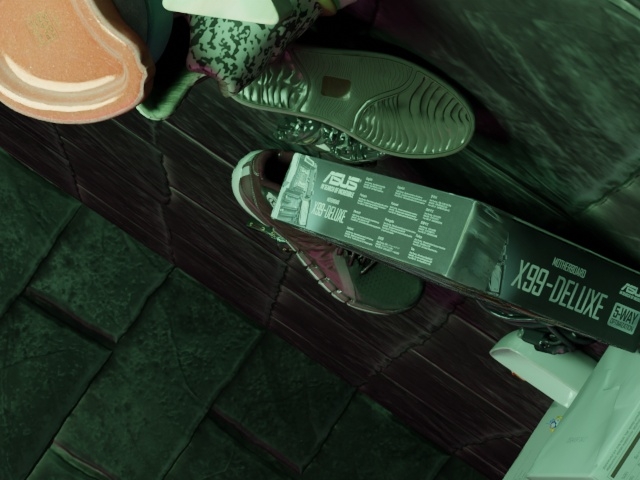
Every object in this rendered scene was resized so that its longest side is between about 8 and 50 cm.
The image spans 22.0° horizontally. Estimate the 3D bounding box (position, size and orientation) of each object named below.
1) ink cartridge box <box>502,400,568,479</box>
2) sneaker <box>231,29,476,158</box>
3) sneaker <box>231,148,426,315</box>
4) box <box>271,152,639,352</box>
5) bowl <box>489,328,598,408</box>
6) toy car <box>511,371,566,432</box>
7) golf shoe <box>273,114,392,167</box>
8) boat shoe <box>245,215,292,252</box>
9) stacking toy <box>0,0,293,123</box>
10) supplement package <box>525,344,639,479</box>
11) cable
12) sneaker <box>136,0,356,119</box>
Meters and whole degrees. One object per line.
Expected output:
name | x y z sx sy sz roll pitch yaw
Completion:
ink cartridge box | 0.381 0.322 2.093 0.198 0.197 0.270 36 170 -10
sneaker | 0.034 -0.139 1.431 0.222 0.083 0.118 18 -161 7
sneaker | 0.018 -0.012 1.970 0.281 0.106 0.162 36 167 -5
box | 0.132 0.008 1.578 0.242 0.076 0.307 22 178 -33
bowl | 0.285 0.153 2.021 0.142 0.053 0.142 35 169 -1
toy car | 0.275 0.191 2.113 0.060 0.040 0.122 29 -145 -47
golf shoe | 0.041 -0.108 1.565 0.094 0.077 0.198 20 -179 -32
boat shoe | -0.047 -0.002 2.403 0.133 0.042 0.049 32 176 9
stacking toy | -0.145 -0.251 1.124 0.279 0.130 0.309 -9 109 30
supplement package | 0.330 0.178 1.542 0.145 0.204 0.262 35 170 0
cable | 0.235 0.073 1.857 0.150 0.047 0.184 42 171 -16
sneaker | -0.114 -0.186 1.318 0.158 0.182 0.410 38 170 -19
